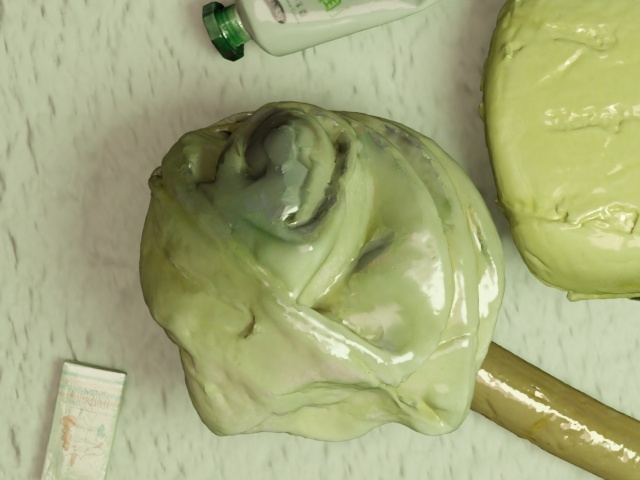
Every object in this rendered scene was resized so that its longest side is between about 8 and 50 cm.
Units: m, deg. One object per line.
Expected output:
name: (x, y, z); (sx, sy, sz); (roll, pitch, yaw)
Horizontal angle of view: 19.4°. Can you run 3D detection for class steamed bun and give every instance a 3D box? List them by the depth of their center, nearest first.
steamed bun: (0.000, 0.000, 1.428); (0.280, 0.207, 0.268); (-1, 59, 8)
steamed bun: (0.247, -0.087, 1.478); (0.232, 0.166, 0.272); (-11, 78, 12)

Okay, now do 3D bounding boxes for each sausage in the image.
sausage: (0.158, 0.122, 1.549); (0.301, 0.066, 0.065); (30, 95, 0)

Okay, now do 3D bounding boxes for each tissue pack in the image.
tissue pack: (-0.199, 0.157, 1.576); (0.056, 0.023, 0.108); (13, 95, 0)

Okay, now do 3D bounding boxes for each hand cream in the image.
hand cream: (0.060, -0.234, 1.477); (0.336, 0.076, 0.121); (-24, 91, 19)
